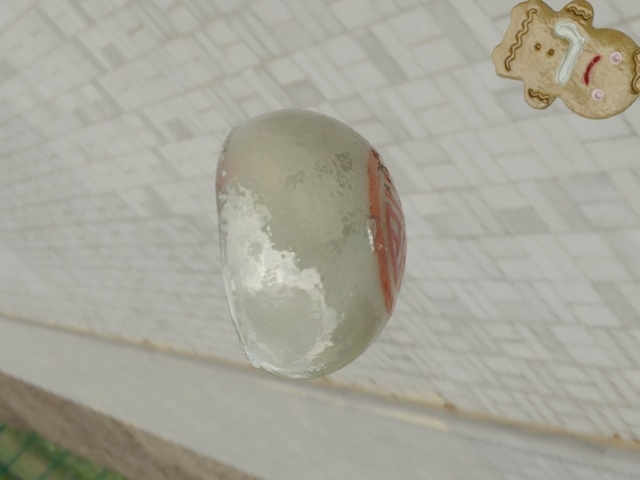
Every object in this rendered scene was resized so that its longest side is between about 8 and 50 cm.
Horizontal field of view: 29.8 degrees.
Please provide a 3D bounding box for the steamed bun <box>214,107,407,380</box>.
[{"bbox_3d":[0.000,0.000,1.240,0.177,0.283,0.283,-7,146,8],"label":"steamed bun"}]

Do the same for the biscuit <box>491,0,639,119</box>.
[{"bbox_3d":[0.395,-0.278,1.874,0.249,0.184,0.035,29,-163,12],"label":"biscuit"}]
